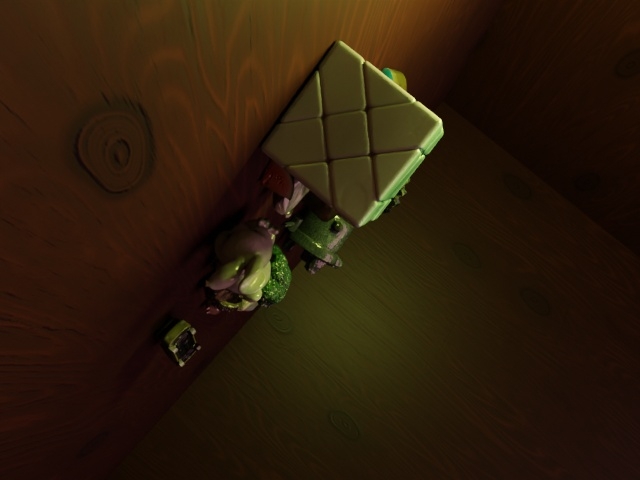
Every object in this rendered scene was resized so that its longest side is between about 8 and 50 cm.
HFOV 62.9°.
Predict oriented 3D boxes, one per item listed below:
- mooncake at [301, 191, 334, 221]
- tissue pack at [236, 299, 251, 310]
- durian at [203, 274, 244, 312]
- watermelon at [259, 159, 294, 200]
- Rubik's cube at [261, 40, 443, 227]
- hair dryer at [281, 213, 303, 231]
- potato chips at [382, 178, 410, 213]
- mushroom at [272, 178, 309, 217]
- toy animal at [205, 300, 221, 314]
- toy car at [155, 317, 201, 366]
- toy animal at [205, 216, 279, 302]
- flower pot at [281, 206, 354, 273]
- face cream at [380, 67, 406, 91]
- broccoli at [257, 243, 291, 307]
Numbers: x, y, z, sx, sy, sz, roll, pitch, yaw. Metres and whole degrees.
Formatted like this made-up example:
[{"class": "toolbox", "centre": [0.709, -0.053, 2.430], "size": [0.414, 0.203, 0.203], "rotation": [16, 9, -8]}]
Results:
[{"class": "mooncake", "centre": [0.050, -0.235, 1.821], "size": [0.324, 0.187, 0.324], "rotation": [-51, 173, -8]}, {"class": "tissue pack", "centre": [-0.308, 0.212, 2.310], "size": [0.201, 0.124, 0.271], "rotation": [-53, 174, -5]}, {"class": "durian", "centre": [-0.304, 0.140, 1.764], "size": [0.196, 0.167, 0.196], "rotation": [-27, -158, 12]}, {"class": "watermelon", "centre": [-0.128, -0.183, 1.453], "size": [0.094, 0.125, 0.135], "rotation": [-19, 138, -7]}, {"class": "Rubik's cube", "centre": [0.096, -0.256, 1.340], "size": [0.322, 0.318, 0.316], "rotation": [-52, 174, 15]}, {"class": "hair dryer", "centre": [-0.135, -0.073, 2.245], "size": [0.071, 0.047, 0.150], "rotation": [-54, 163, 20]}, {"class": "potato chips", "centre": [0.198, -0.270, 1.973], "size": [0.069, 0.429, 0.359], "rotation": [-4, 119, -26]}, {"class": "mushroom", "centre": [-0.032, -0.232, 1.590], "size": [0.351, 0.097, 0.109], "rotation": [-53, -160, 3]}, {"class": "toy animal", "centre": [-0.395, 0.234, 2.036], "size": [0.083, 0.089, 0.150], "rotation": [-25, -163, 42]}, {"class": "toy car", "centre": [-0.479, 0.327, 1.729], "size": [0.101, 0.124, 0.257], "rotation": [-47, 165, -26]}, {"class": "toy animal", "centre": [-0.225, 0.059, 1.528], "size": [0.310, 0.182, 0.248], "rotation": [123, -25, -69]}, {"class": "flower pot", "centre": [0.000, 0.000, 2.408], "size": [0.283, 0.299, 0.299], "rotation": [-54, 174, 3]}, {"class": "face cream", "centre": [0.251, -0.533, 1.857], "size": [0.285, 0.067, 0.140], "rotation": [-37, 131, -66]}, {"class": "broccoli", "centre": [-0.229, 0.126, 1.942], "size": [0.245, 0.266, 0.294], "rotation": [-8, -172, -38]}]
